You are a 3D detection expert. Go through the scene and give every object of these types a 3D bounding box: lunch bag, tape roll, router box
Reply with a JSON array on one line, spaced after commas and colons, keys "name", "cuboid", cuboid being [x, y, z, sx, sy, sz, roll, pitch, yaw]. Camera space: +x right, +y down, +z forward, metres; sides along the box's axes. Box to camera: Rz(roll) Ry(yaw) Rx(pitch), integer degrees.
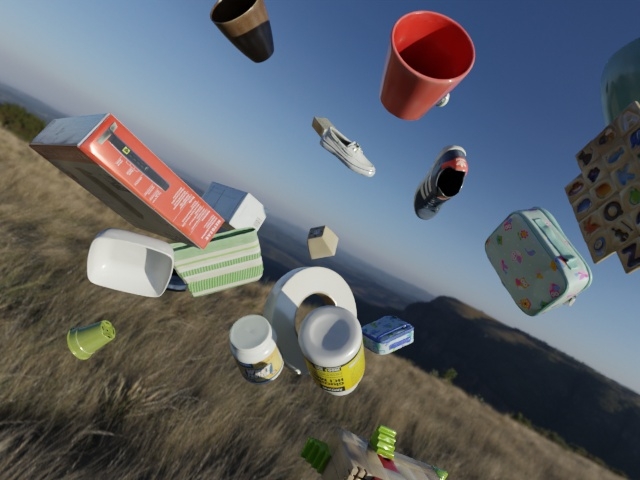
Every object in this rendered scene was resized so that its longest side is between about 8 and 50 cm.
[{"name": "lunch bag", "cuboid": [0.603, 0.058, 1.129, 0.108, 0.279, 0.224, -10, -32, -19]}, {"name": "tape roll", "cuboid": [-0.031, 0.290, 1.485, 0.392, 0.392, 0.072, 28, -20, -33]}, {"name": "router box", "cuboid": [-0.412, -0.123, 0.861, 0.335, 0.082, 0.301, 12, -27, 42]}, {"name": "lunch bag", "cuboid": [0.299, 0.421, 1.810, 0.219, 0.090, 0.176, -13, 19, -30]}]

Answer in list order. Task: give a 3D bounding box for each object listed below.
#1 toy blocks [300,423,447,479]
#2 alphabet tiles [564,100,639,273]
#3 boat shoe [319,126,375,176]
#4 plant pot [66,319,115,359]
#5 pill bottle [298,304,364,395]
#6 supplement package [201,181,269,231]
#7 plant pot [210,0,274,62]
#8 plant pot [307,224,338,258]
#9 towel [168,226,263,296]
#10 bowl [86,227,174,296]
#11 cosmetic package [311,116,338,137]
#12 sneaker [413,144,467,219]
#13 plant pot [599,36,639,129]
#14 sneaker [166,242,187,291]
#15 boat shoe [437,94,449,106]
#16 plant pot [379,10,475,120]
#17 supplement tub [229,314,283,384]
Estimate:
[{"name": "toy blocks", "cuboid": [0.162, 0.565, 0.865, 0.381, 0.191, 0.261, 28, 2, -15]}, {"name": "alphabet tiles", "cuboid": [0.646, -0.117, 0.839, 0.011, 0.342, 0.285, 12, -36, -10]}, {"name": "boat shoe", "cuboid": [0.102, -0.308, 1.400, 0.226, 0.076, 0.083, 33, 36, 1]}, {"name": "plant pot", "cuboid": [-0.547, 0.232, 0.977, 0.083, 0.079, 0.083, -26, 90, -88]}, {"name": "pill bottle", "cuboid": [0.045, 0.365, 1.280, 0.188, 0.188, 0.334, 27, -30, 28]}, {"name": "supplement package", "cuboid": [-0.345, -0.119, 1.565, 0.244, 0.139, 0.134, 21, -15, 40]}, {"name": "plant pot", "cuboid": [-0.283, -0.835, 1.609, 0.215, 0.215, 0.230, 26, -15, 32]}, {"name": "plant pot", "cuboid": [0.000, 0.000, 1.689, 0.109, 0.109, 0.096, -11, -52, 24]}, {"name": "towel", "cuboid": [-0.295, 0.070, 1.190, 0.325, 0.248, 0.038, 94, -20, -62]}, {"name": "bowl", "cuboid": [-0.346, 0.035, 0.747, 0.142, 0.142, 0.053, 17, 42, -21]}, {"name": "cosmetic package", "cuboid": [0.015, -0.426, 1.537, 0.060, 0.041, 0.115, -1, 39, -25]}, {"name": "sneaker", "cuboid": [0.454, -0.183, 1.546, 0.131, 0.148, 0.350, 5, -43, -6]}, {"name": "plant pot", "cuboid": [0.920, -0.423, 1.102, 0.293, 0.235, 0.293, -9, -11, -2]}, {"name": "sneaker", "cuboid": [-0.537, 0.093, 1.591, 0.124, 0.178, 0.295, 13, 5, -3]}, {"name": "boat shoe", "cuboid": [0.430, -0.690, 1.850, 0.099, 0.116, 0.319, -10, 34, -44]}, {"name": "plant pot", "cuboid": [0.318, -0.541, 1.310, 0.275, 0.275, 0.243, 27, -22, 1]}, {"name": "supplement tub", "cuboid": [-0.198, 0.337, 1.250, 0.144, 0.144, 0.200, 26, -36, 30]}]
